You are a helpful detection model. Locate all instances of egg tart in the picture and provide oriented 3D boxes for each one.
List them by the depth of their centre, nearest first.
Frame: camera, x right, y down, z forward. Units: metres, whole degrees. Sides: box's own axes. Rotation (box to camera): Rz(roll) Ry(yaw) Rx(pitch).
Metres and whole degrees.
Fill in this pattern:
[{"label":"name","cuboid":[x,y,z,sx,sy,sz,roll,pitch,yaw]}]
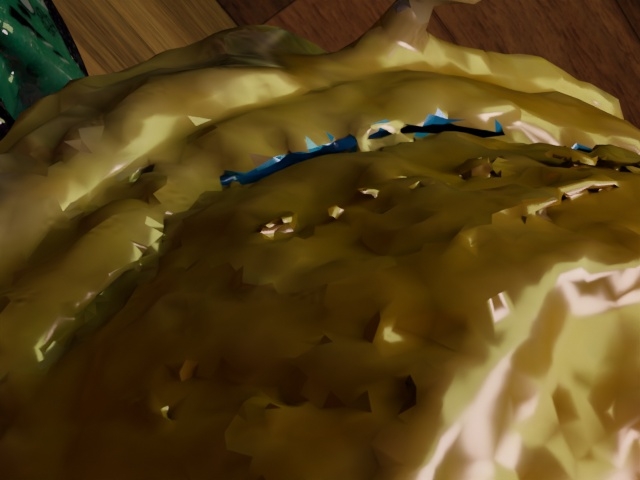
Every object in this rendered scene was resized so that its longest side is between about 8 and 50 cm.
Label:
[{"label":"egg tart","cuboid":[0.050,0.116,0.394,0.388,0.388,0.169,53,-37,-6]}]

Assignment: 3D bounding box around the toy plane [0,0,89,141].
[{"label":"toy plane","cuboid":[-0.153,-0.074,0.904,0.381,0.106,0.155,49,15,-43]}]
